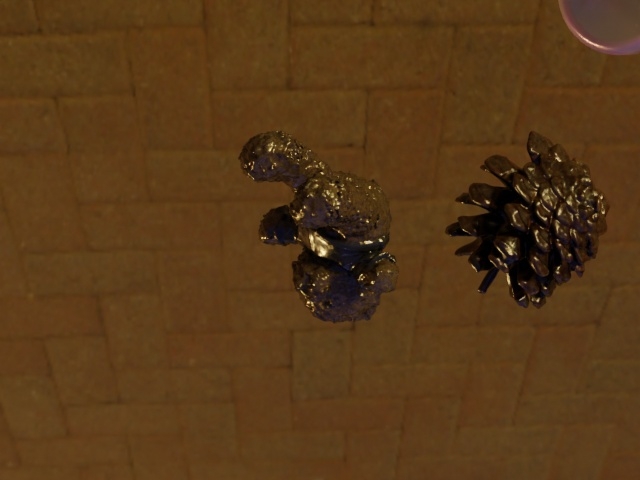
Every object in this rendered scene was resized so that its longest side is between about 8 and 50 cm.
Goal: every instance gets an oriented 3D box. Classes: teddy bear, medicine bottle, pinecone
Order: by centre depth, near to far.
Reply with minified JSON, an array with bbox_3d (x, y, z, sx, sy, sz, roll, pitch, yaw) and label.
[{"bbox_3d":[0.016,-0.012,1.202,0.129,0.182,0.251,-32,141,-19],"label":"teddy bear"},{"bbox_3d":[0.395,-0.299,1.327,0.152,0.152,0.254,-42,165,35],"label":"medicine bottle"},{"bbox_3d":[0.274,-0.021,1.491,0.229,0.202,0.201,-25,156,-48],"label":"pinecone"}]
